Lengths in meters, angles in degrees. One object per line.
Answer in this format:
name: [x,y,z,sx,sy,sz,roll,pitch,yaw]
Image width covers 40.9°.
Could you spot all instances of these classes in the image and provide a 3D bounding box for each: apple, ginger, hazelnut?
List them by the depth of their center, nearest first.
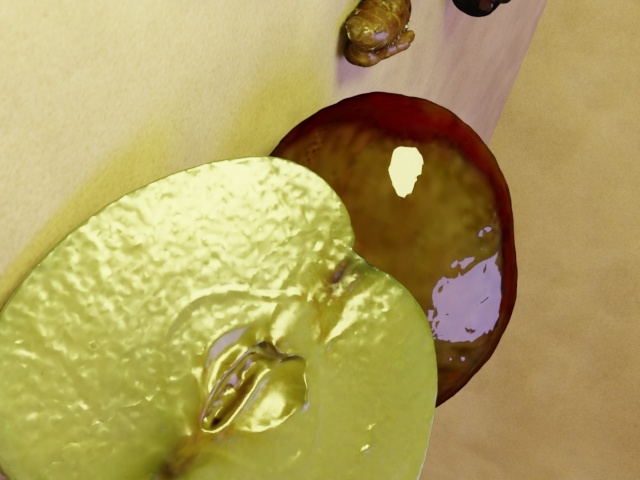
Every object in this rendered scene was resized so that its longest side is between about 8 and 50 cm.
apple: [-0.074,0.128,0.748,0.360,0.311,0.320,-46,145,-26]
hazelnut: [0.070,0.022,1.065,0.421,0.353,0.421,-3,90,-67]
ginger: [0.087,-0.289,1.150,0.162,0.073,0.103,-57,165,-31]

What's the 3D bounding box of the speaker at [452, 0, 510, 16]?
speaker: [0.301,-0.533,1.388,0.329,0.198,0.259,146,-69,-72]
